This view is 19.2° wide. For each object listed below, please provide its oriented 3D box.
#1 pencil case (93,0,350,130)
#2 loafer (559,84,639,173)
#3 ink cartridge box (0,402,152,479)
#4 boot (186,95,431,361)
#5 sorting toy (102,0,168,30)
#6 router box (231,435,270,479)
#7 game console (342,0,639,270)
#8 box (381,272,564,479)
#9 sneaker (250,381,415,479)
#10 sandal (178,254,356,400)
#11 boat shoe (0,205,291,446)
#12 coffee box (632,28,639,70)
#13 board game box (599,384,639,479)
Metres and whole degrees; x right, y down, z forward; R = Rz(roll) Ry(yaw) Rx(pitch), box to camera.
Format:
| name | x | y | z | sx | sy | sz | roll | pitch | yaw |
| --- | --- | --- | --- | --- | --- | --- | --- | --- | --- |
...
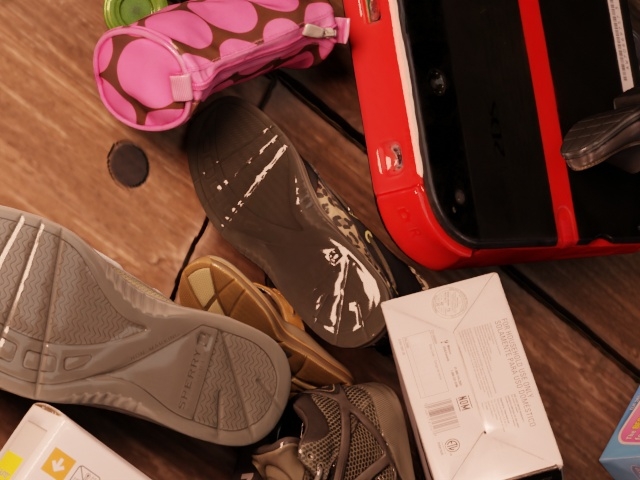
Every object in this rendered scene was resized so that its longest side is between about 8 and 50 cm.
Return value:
| name | x | y | z | sx | sy | sz | roll | pitch | yaw |
| --- | --- | --- | --- | --- | --- | --- | --- | --- | --- |
| pencil case | -0.072 | -0.145 | 1.419 | 0.209 | 0.098 | 0.095 | -32 | 138 | -48 |
| loafer | 0.264 | -0.087 | 1.623 | 0.170 | 0.062 | 0.061 | -30 | 106 | -45 |
| ink cartridge box | -0.160 | 0.320 | 1.282 | 0.303 | 0.072 | 0.307 | 41 | 78 | -27 |
| boot | -0.001 | 0.002 | 1.481 | 0.236 | 0.085 | 0.178 | 53 | 10 | 23 |
| sorting toy | -0.140 | -0.199 | 1.442 | 0.061 | 0.042 | 0.102 | 4 | 90 | -23 |
| router box | -0.021 | 0.254 | 1.440 | 0.133 | 0.046 | 0.179 | 31 | 63 | -30 |
| game console | 0.155 | -0.172 | 1.617 | 0.342 | 0.060 | 0.386 | -4 | 83 | -47 |
| box | 0.122 | 0.173 | 1.407 | 0.290 | 0.087 | 0.169 | 76 | -2 | -54 |
| sneaker | 0.017 | 0.210 | 1.378 | 0.130 | 0.087 | 0.227 | 3 | 61 | -36 |
| sandal | -0.040 | 0.066 | 1.452 | 0.180 | 0.072 | 0.049 | 40 | 43 | -28 |
| boat shoe | -0.172 | 0.060 | 1.332 | 0.320 | 0.103 | 0.118 | 22 | 81 | -29 |
| coffee box | 0.247 | -0.122 | 1.738 | 0.113 | 0.040 | 0.184 | 27 | 65 | -33 |
| board game box | 0.417 | 0.169 | 1.806 | 0.242 | 0.064 | 0.316 | 50 | 55 | -21 |
